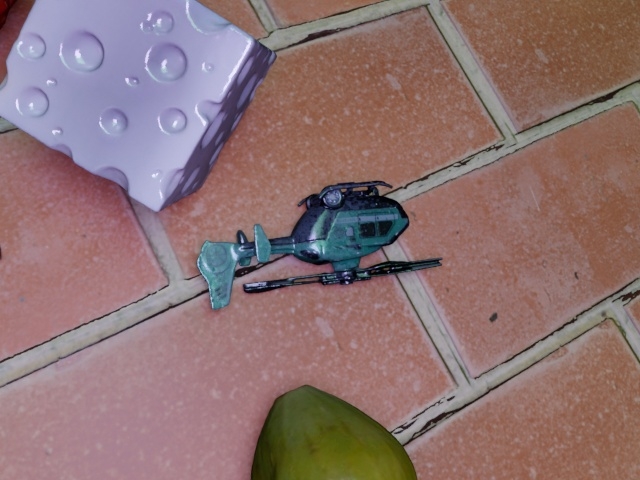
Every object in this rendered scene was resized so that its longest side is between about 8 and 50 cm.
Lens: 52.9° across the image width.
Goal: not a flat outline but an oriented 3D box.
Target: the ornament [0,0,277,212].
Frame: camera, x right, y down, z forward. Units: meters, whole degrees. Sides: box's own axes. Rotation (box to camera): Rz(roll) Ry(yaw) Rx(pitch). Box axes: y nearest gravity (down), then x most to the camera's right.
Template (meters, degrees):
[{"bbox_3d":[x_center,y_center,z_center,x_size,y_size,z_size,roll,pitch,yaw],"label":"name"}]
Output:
[{"bbox_3d":[-0.227,-0.212,0.843,0.239,0.239,0.240,32,102,-5],"label":"ornament"}]

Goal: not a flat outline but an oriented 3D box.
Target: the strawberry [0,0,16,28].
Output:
[{"bbox_3d":[-0.511,-0.370,0.849,0.291,0.291,0.310,-30,109,-24],"label":"strawberry"}]

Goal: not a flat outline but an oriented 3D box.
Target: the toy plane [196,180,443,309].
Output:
[{"bbox_3d":[0.000,0.000,0.970,0.381,0.106,0.155,-7,86,-24],"label":"toy plane"}]

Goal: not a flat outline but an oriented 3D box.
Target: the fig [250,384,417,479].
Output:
[{"bbox_3d":[0.003,0.306,0.815,0.230,0.207,0.207,29,62,26],"label":"fig"}]
